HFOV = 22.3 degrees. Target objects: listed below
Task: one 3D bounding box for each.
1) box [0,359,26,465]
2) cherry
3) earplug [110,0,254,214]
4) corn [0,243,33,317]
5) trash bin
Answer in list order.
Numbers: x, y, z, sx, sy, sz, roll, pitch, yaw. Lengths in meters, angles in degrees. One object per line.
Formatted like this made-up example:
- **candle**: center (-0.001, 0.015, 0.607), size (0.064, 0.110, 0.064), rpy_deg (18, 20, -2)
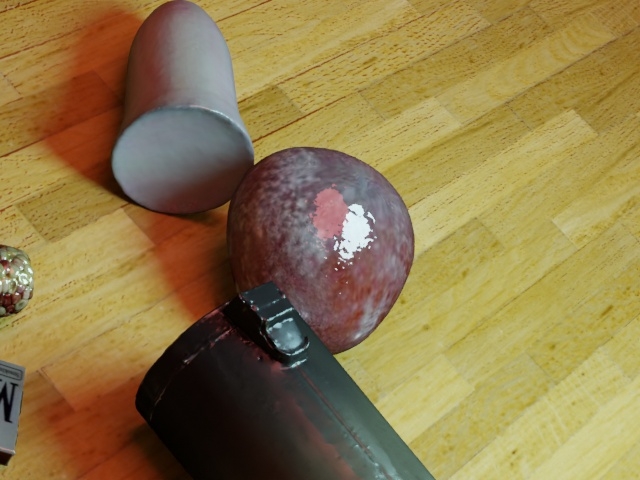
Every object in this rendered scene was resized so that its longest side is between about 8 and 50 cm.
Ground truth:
- **box**: center (-0.392, 0.155, 1.647), size (0.178, 0.036, 0.115), rpy_deg (20, 44, -20)
- **cherry**: center (0.000, 0.000, 1.929), size (0.236, 0.213, 0.285), rpy_deg (23, 54, -15)
- **earplug**: center (-0.175, -0.194, 2.037), size (0.172, 0.172, 0.301), rpy_deg (18, 38, -21)
- **corn**: center (-0.424, 0.044, 1.689), size (0.253, 0.086, 0.086), rpy_deg (0, 54, -32)
- **trash bin**: center (-0.026, 0.223, 1.695), size (0.203, 0.252, 0.301), rpy_deg (-21, 63, -43)
